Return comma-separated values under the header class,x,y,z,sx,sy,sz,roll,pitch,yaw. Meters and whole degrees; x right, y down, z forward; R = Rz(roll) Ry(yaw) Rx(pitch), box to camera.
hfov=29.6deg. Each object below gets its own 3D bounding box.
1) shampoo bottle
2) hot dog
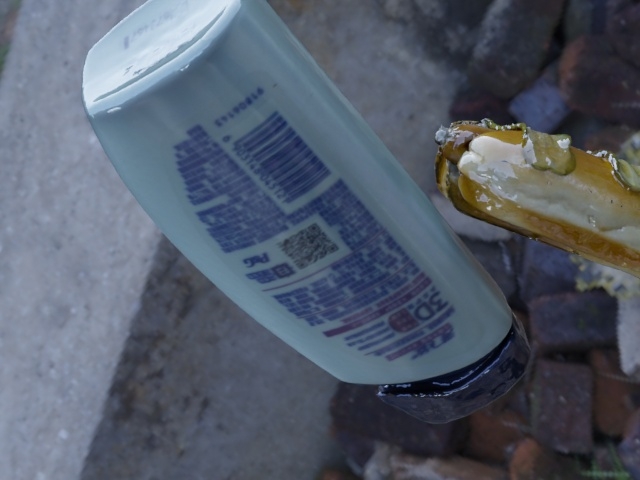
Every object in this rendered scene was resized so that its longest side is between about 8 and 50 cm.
class,x,y,z,sx,sy,sz,roll,pitch,yaw
shampoo bottle,0.000,0.000,0.736,0.134,0.359,0.078,-30,42,15
hot dog,0.190,-0.017,0.773,0.109,0.269,0.072,-149,78,-74
